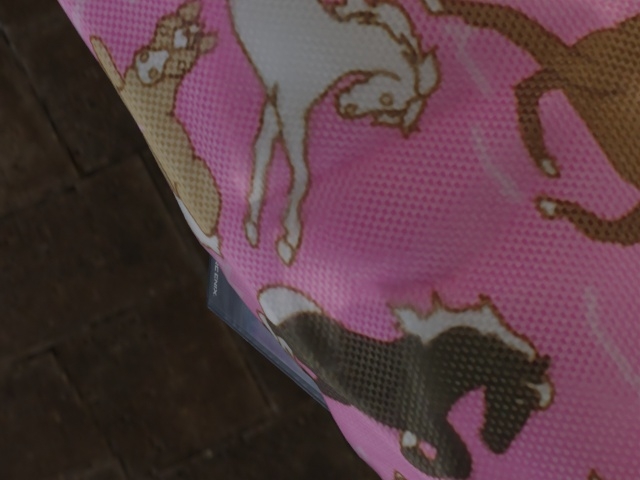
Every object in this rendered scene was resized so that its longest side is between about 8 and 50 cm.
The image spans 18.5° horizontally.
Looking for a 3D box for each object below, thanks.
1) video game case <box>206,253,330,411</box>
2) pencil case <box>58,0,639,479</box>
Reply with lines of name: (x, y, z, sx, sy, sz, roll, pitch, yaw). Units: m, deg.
video game case: (0.000, 0.000, 1.250, 0.026, 0.274, 0.196, -5, 112, -27)
pencil case: (0.028, -0.081, 0.448, 0.167, 0.386, 0.160, -34, 173, 37)
